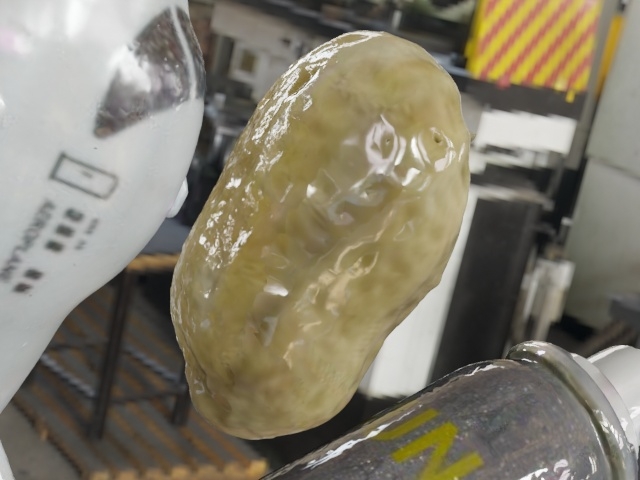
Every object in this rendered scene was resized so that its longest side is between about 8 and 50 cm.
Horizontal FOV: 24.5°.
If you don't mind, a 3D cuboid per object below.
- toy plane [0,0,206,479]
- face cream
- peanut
[{"bbox_3d":[-0.119,-0.009,0.536,0.122,0.267,0.267,29,18,12],"label":"toy plane"},{"bbox_3d":[-0.005,0.110,0.473,0.283,0.073,0.073,-26,31,-21],"label":"face cream"},{"bbox_3d":[0.000,0.000,0.763,0.129,0.224,0.129,31,12,-8],"label":"peanut"}]
